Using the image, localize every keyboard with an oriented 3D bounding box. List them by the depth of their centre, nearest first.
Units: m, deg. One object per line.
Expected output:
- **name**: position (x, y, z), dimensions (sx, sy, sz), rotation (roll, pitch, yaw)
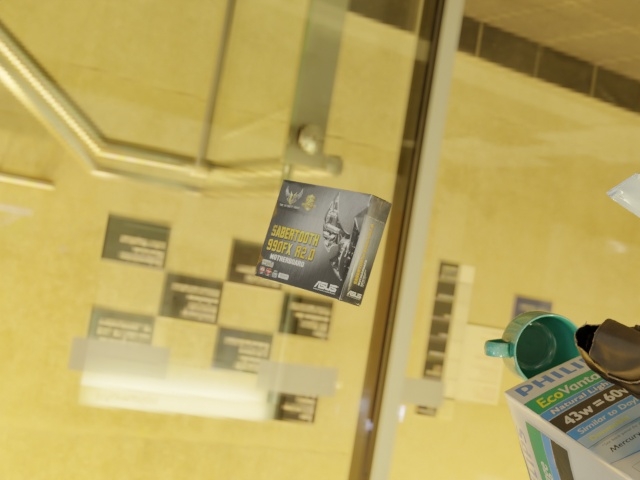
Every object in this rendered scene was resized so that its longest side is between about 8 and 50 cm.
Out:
- **keyboard**: position (0.637, -0.048, 1.902), dimensions (0.256, 0.014, 0.072), rotation (28, 129, -27)

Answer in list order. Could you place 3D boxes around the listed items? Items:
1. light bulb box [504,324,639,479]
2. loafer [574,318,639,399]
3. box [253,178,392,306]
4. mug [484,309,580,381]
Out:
- **light bulb box**: position (0.499, 0.276, 1.360), dimensions (0.357, 0.225, 0.361), rotation (-24, -161, -15)
- **loafer**: position (0.357, 0.136, 1.225), dimensions (0.078, 0.080, 0.220), rotation (32, 171, -5)
- **box**: position (0.000, 0.000, 1.766), dimensions (0.056, 0.183, 0.231), rotation (20, 176, -43)
- **mug**: position (0.365, 0.178, 1.778), dimensions (0.157, 0.129, 0.097), rotation (35, 175, -10)
